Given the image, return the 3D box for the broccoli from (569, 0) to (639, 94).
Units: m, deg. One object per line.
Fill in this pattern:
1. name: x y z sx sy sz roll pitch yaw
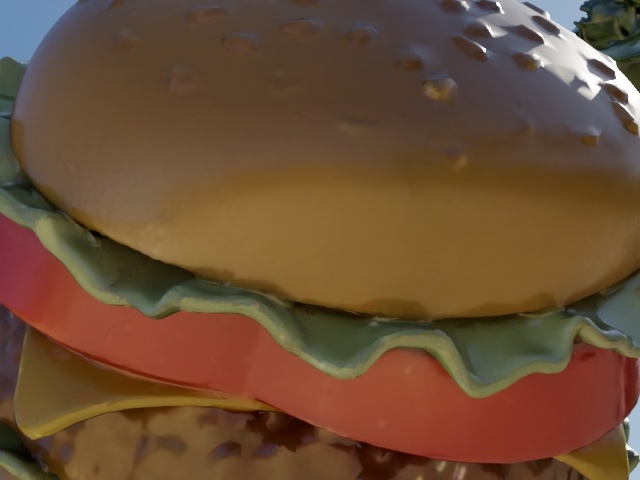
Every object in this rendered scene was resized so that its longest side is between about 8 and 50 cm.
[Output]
1. broccoli: 0.214 -0.058 1.056 0.288 0.235 0.260 2 21 42

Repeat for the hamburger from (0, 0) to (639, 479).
1. hamburger: 0.000 0.000 0.535 0.274 0.274 0.212 -3 -59 -31
